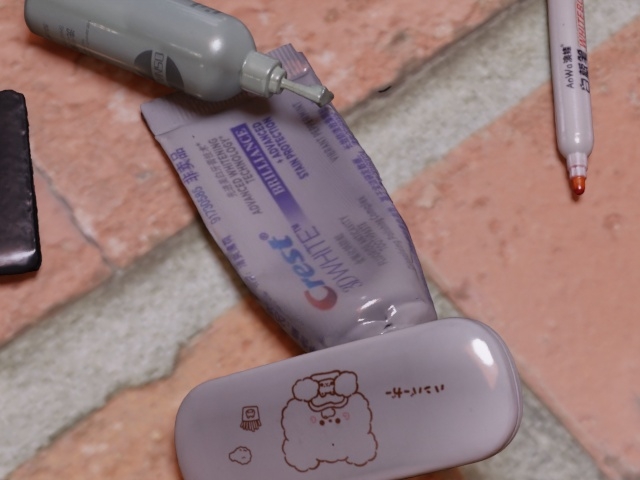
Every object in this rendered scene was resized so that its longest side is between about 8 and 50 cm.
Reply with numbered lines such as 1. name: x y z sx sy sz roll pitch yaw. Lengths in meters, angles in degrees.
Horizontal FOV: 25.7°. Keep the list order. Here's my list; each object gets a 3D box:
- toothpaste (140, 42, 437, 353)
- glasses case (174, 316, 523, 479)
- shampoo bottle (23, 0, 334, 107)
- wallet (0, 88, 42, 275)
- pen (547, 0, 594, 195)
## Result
1. toothpaste: 0.001 0.000 0.816 0.099 0.068 0.282 -5 53 -39
2. glasses case: 0.010 0.092 0.724 0.193 0.049 0.074 -16 82 26
3. shampoo bottle: -0.085 -0.120 0.853 0.195 0.056 0.056 22 63 15
4. wallet: -0.289 -0.022 0.813 0.244 0.025 0.124 -6 64 -10
5. pen: 0.161 -0.126 0.910 0.026 0.026 0.218 4 63 -4
